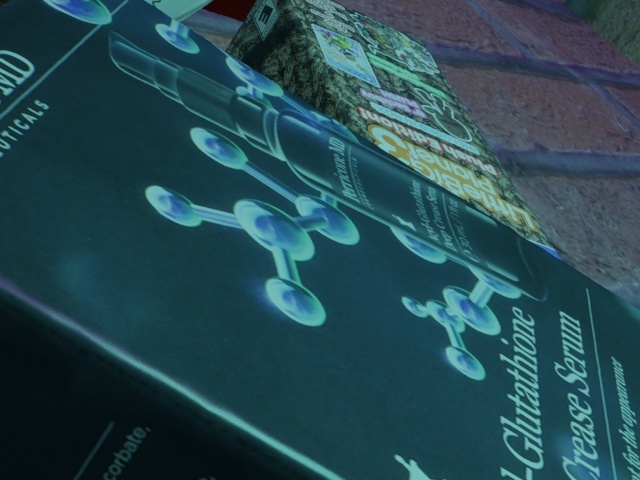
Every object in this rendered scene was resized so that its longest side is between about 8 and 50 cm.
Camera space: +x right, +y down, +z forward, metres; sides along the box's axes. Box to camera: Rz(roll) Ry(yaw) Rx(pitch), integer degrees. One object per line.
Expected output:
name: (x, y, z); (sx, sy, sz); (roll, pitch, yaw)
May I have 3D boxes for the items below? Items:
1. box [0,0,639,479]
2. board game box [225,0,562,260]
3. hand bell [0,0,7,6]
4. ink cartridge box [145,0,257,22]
box: (-0.030, 0.092, 0.562); (0.395, 0.212, 0.293); (31, 25, -7)
board game box: (0.000, 0.000, 0.871); (0.141, 0.232, 0.291); (19, 29, -31)
hand bell: (-0.213, -0.130, 1.011); (0.126, 0.126, 0.242); (37, 13, 2)
ink cartridge box: (-0.239, -0.229, 1.052); (0.308, 0.091, 0.385); (21, 0, 25)
